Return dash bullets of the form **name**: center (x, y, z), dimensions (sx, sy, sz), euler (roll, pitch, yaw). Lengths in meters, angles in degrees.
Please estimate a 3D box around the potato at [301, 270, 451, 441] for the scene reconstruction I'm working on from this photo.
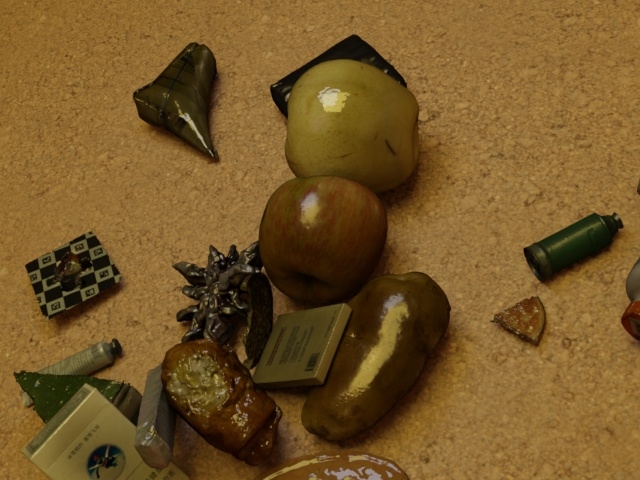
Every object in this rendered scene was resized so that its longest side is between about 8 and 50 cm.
- **potato**: center (0.097, 0.206, 1.747), dimensions (0.196, 0.176, 0.369), euler (30, 71, 12)

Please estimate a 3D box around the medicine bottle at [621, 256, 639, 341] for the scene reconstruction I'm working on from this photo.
- **medicine bottle**: center (0.638, 0.052, 1.657), dimensions (0.157, 0.157, 0.288), euler (25, 66, 34)

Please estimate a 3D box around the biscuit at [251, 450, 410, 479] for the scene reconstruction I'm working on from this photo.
- **biscuit**: center (-0.005, 0.527, 1.591), dimensions (0.385, 0.062, 0.365), euler (-24, 49, 2)

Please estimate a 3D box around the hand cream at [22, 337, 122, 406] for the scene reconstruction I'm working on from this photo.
- **hand cream**: center (-0.530, 0.273, 2.007), dimensions (0.234, 0.050, 0.080), euler (-26, 49, 6)

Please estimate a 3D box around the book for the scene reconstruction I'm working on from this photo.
- **book**: center (-0.040, 0.203, 1.795), dimensions (0.231, 0.026, 0.161), euler (-15, 46, 54)

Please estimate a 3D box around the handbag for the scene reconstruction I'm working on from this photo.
- **handbag**: center (0.041, -0.351, 2.254), dimensions (0.275, 0.088, 0.244), euler (-32, 51, -10)

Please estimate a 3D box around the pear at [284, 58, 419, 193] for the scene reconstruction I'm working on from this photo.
- **pear**: center (0.067, -0.232, 2.008), dimensions (0.309, 0.309, 0.309), euler (-11, 50, 13)

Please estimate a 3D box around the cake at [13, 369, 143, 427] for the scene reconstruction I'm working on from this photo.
- **cake**: center (-0.493, 0.359, 1.848), dimensions (0.284, 0.158, 0.172), euler (4, 57, 25)

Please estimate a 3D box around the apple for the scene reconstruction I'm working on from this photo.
- **apple**: center (0.000, 0.000, 1.885), dimensions (0.264, 0.264, 0.264), euler (-11, 50, 13)

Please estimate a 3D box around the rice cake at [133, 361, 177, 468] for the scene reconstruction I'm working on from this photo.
- **rice cake**: center (-0.300, 0.313, 1.763), dimensions (0.056, 0.072, 0.365), euler (-31, 16, 3)

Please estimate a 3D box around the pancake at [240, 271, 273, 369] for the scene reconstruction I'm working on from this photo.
- **pancake**: center (-0.130, 0.158, 1.852), dimensions (0.020, 0.184, 0.190), euler (5, 73, 18)

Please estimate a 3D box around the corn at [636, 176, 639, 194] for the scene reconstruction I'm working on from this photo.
- **corn**: center (0.748, -0.095, 1.777), dimensions (0.293, 0.106, 0.106), euler (5, 55, 20)

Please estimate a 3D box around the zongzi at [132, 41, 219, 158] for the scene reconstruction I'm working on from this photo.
- **zongzi**: center (-0.291, -0.352, 2.368), dimensions (0.289, 0.123, 0.260), euler (29, 65, 25)

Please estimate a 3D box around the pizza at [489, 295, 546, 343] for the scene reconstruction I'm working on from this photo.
- **pizza**: center (0.385, 0.143, 1.772), dimensions (0.100, 0.029, 0.099), euler (27, 58, 32)

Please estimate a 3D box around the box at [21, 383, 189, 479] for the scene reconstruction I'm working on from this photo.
- **box**: center (-0.384, 0.405, 1.707), dimensions (0.164, 0.256, 0.069), euler (-48, 22, -19)

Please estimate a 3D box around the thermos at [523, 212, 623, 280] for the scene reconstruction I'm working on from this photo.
- **thermos**: center (0.489, 0.006, 1.815), dimensions (0.188, 0.083, 0.073), euler (-27, 70, -3)

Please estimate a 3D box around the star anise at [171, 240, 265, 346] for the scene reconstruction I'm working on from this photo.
- **star anise**: center (-0.209, 0.106, 1.950), dimensions (0.212, 0.129, 0.282), euler (31, 88, 47)

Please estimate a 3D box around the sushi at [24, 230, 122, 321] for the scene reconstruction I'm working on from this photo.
- **sushi**: center (-0.562, 0.087, 2.168), dimensions (0.193, 0.040, 0.210), euler (-29, 46, -12)

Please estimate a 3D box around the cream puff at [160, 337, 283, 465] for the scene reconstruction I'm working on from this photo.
- **cream puff**: center (-0.181, 0.291, 1.723), dimensions (0.155, 0.241, 0.269), euler (-39, 83, -10)
